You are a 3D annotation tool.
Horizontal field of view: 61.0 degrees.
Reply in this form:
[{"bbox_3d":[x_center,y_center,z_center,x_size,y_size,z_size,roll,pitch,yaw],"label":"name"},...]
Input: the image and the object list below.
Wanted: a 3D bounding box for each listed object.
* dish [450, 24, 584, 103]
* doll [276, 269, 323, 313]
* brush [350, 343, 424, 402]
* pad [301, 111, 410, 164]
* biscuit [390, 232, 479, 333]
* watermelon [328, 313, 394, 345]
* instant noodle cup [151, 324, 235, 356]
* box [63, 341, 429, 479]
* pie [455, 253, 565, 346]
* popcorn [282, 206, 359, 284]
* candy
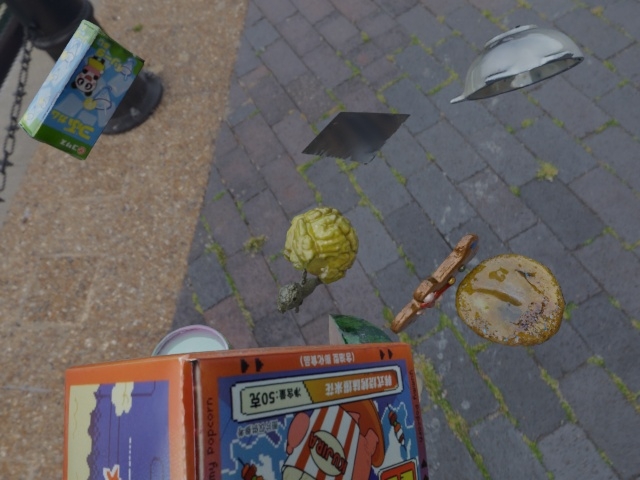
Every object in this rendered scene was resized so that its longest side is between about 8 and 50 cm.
[{"bbox_3d":[0.334,-0.318,0.948,0.227,0.236,0.086,-18,92,-34],"label":"dish"},{"bbox_3d":[-0.053,0.174,1.912,0.091,0.286,0.203,36,94,19],"label":"doll"},{"bbox_3d":[0.094,0.358,1.121,0.166,0.174,0.267,24,110,40],"label":"brush"},{"bbox_3d":[0.076,-0.244,1.266,0.159,0.009,0.265,-49,35,-15],"label":"pad"},{"bbox_3d":[0.300,0.122,1.402,0.324,0.205,0.049,-47,69,5],"label":"biscuit"},{"bbox_3d":[0.169,0.392,1.622,0.222,0.293,0.319,-6,21,-18],"label":"watermelon"},{"bbox_3d":[-0.361,0.424,1.643,0.325,0.254,0.326,-4,52,5],"label":"instant noodle cup"},{"bbox_3d":[-0.071,0.284,0.616,0.256,0.348,0.319,-13,74,41],"label":"box"},{"bbox_3d":[0.456,0.146,1.307,0.273,0.069,0.274,-3,52,4],"label":"pie"},{"bbox_3d":[0.000,0.000,1.474,0.200,0.226,0.203,-54,51,10],"label":"popcorn"},{"bbox_3d":[-0.374,-0.233,0.854,0.062,0.097,0.195,37,95,32],"label":"candy"}]
